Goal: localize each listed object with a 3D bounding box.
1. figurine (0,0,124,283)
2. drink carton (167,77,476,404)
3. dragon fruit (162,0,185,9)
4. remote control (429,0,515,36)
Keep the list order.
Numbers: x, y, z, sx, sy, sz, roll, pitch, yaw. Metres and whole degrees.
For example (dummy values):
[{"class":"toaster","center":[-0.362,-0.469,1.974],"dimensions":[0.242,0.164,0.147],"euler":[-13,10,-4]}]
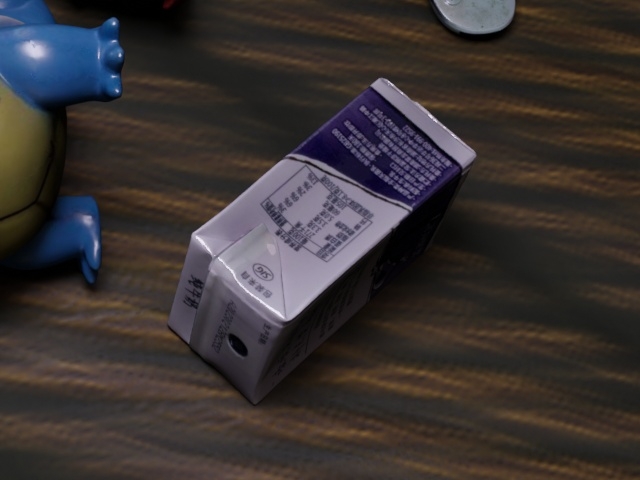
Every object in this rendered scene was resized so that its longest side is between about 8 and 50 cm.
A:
[{"class":"figurine","center":[-0.264,-0.061,1.137],"dimensions":[0.243,0.298,0.416],"euler":[29,44,6]},{"class":"drink carton","center":[-0.001,0.001,1.239],"dimensions":[0.102,0.134,0.222],"euler":[42,58,10]},{"class":"dragon fruit","center":[-0.206,-0.273,1.379],"dimensions":[0.211,0.134,0.262],"euler":[-2,42,-2]},{"class":"remote control","center":[0.108,-0.290,1.510],"dimensions":[0.097,0.045,0.256],"euler":[-6,63,-17]}]
